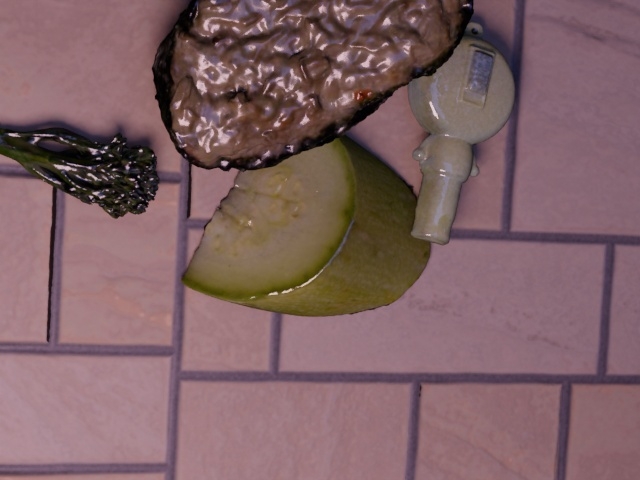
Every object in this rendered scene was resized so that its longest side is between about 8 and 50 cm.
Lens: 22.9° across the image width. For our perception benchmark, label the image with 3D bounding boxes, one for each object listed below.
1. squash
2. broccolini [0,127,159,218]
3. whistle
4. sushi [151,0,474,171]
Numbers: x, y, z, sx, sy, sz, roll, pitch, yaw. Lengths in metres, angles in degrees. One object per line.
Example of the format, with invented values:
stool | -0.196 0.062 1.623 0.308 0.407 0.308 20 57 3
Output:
squash | 0.000 0.000 1.774 0.204 0.155 0.237 28 86 19
broccolini | -0.266 -0.077 1.656 0.203 0.068 0.091 11 111 -18
whistle | 0.150 -0.123 1.777 0.126 0.067 0.258 15 84 -21
sushi | -0.013 -0.208 1.651 0.350 0.171 0.211 -26 93 -5
